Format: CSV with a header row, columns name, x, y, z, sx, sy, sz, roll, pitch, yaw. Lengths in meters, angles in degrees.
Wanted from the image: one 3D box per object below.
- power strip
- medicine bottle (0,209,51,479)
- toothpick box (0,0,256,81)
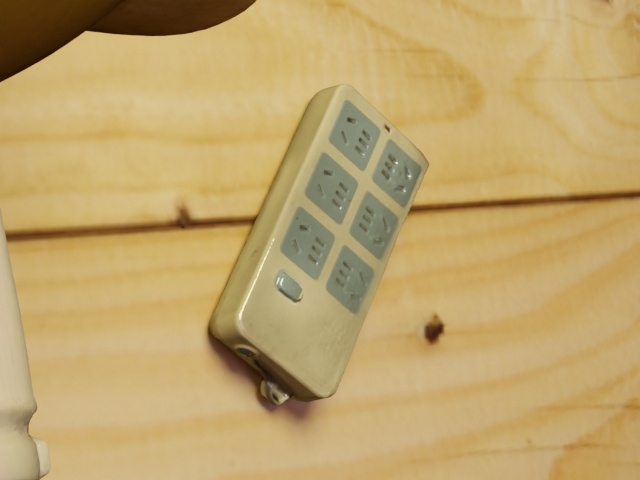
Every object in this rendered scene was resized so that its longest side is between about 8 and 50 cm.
name,x,y,z,sx,sy,sz,roll,pitch,yaw
power strip,0.000,0.000,1.053,0.081,0.035,0.192,42,55,-29
medicine bottle,-0.200,0.155,0.682,0.256,0.256,0.325,-3,81,-44
toothpick box,-0.216,-0.230,0.638,0.425,0.409,0.409,-7,87,-48
